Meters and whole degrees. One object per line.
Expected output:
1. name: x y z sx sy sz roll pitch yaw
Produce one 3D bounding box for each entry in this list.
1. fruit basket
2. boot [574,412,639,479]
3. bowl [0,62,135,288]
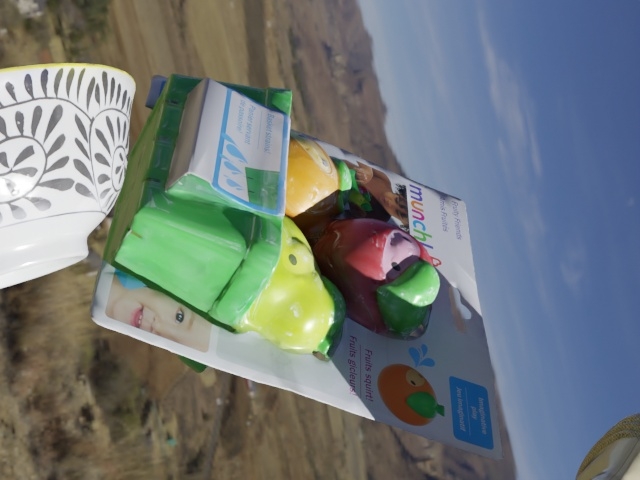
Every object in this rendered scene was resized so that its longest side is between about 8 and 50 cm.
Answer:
1. fruit basket: 0.000 0.000 0.786 0.327 0.353 0.165 -88 -160 -47
2. boot: 0.212 0.283 0.726 0.203 0.095 0.262 -25 126 -56
3. bowl: -0.162 -0.019 0.447 0.170 0.170 0.080 -4 75 -86
